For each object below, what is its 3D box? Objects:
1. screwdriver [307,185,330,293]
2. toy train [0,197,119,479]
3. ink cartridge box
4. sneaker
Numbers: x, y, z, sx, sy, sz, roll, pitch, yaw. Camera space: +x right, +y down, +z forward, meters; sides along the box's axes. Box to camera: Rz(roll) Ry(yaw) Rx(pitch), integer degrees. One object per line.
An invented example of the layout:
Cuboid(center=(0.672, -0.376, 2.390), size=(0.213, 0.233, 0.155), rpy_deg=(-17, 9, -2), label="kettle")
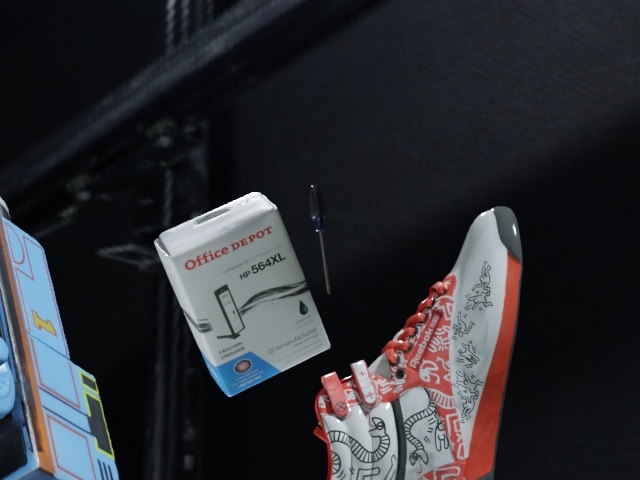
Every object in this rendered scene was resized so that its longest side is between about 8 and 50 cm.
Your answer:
Cuboid(center=(0.000, 0.000, 1.795), size=(0.025, 0.024, 0.170), rpy_deg=(-43, -135, 50), label="screwdriver")
Cuboid(center=(-0.139, 0.033, 0.489), size=(0.080, 0.105, 0.184), rpy_deg=(-31, -128, 10), label="toy train")
Cuboid(center=(-0.095, 0.065, 1.633), size=(0.148, 0.203, 0.086), rpy_deg=(-26, -157, -10), label="ink cartridge box")
Cuboid(center=(0.074, 0.096, 1.059), size=(0.145, 0.090, 0.270), rpy_deg=(9, -95, 0), label="sneaker")
